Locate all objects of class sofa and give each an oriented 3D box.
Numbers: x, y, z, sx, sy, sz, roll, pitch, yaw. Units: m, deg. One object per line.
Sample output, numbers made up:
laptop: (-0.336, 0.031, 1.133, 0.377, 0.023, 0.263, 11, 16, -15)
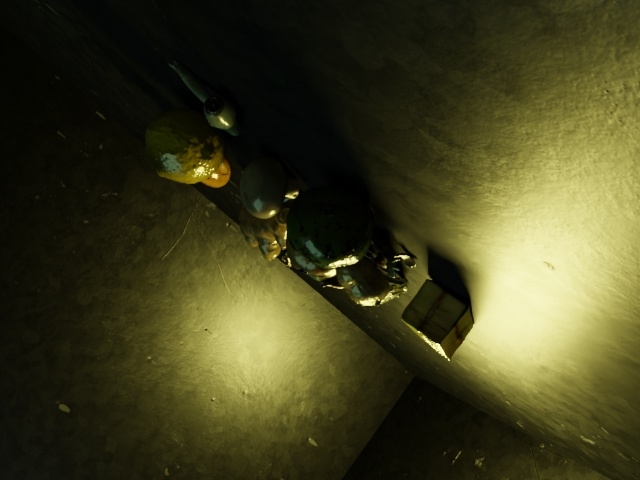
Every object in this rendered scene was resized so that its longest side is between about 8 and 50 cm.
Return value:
sofa: (-0.117, -0.176, 1.974, 0.147, 0.085, 0.060, 39, 128, 1)

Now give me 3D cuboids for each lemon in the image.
lemon: (-0.475, -0.331, 1.947, 0.321, 0.268, 0.268, 13, 155, 39)

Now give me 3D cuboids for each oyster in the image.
oyster: (0.197, 0.158, 1.954, 0.267, 0.198, 0.112, 41, -144, -64)

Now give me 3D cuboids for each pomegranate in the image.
pomegranate: (0.028, -0.032, 1.591, 0.254, 0.254, 0.270, 35, 166, 16)

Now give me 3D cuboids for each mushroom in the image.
mushroom: (-0.162, -0.174, 1.850, 0.204, 0.204, 0.204, 37, 169, 8)

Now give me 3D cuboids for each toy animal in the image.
toy animal: (0.213, 0.057, 1.786, 0.186, 0.094, 0.214, 38, 178, 22)

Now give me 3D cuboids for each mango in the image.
mango: (-0.467, -0.307, 2.321, 0.190, 0.160, 0.290, 25, 169, 21)

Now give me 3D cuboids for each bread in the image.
bread: (0.387, 0.268, 1.842, 0.163, 0.168, 0.264, 34, 169, 29)

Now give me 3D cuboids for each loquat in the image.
loquat: (0.000, 0.000, 1.825, 0.243, 0.244, 0.244, 37, 169, 8)

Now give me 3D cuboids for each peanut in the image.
peanut: (0.127, 0.123, 1.735, 0.224, 0.129, 0.129, 43, 169, -32)

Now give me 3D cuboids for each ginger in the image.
ginger: (-0.203, -0.037, 2.047, 0.165, 0.236, 0.375, 12, -169, -20)

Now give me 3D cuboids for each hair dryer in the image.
hair dryer: (-0.328, -0.413, 1.696, 0.267, 0.092, 0.229, 49, -179, 27)

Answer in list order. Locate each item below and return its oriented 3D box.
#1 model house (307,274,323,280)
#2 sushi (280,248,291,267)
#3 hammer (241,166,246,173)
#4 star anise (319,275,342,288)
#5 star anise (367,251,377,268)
model house: (-0.015, 0.022, 2.323, 0.194, 0.170, 0.212, 29, 139, 54)
sushi: (-0.121, -0.006, 2.203, 0.149, 0.287, 0.140, 8, -133, -32)
hammer: (-0.214, -0.204, 2.246, 0.246, 0.029, 0.103, 39, 169, -8)
star anise: (0.126, 0.137, 2.191, 0.271, 0.103, 0.272, -1, -177, 0)
star anise: (0.103, 0.049, 2.000, 0.220, 0.126, 0.190, 44, 164, -13)
